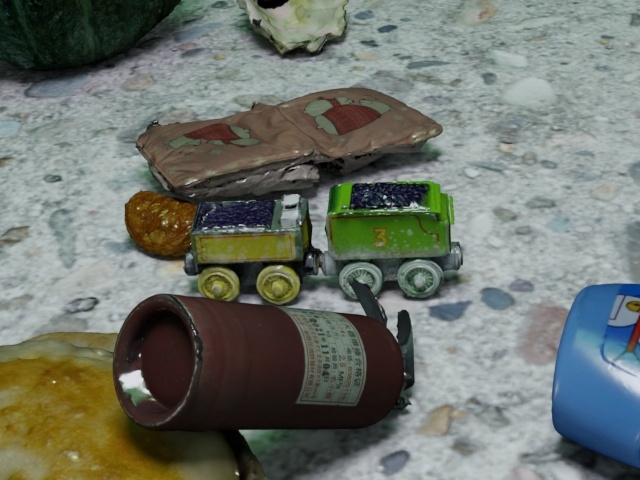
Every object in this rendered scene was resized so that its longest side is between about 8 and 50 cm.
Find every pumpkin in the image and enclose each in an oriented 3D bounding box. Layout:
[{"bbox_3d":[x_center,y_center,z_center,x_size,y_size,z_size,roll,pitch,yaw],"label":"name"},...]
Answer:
[{"bbox_3d":[-0.250,-0.299,1.249,0.197,0.263,0.293,30,58,31],"label":"pumpkin"}]

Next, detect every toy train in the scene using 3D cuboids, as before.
[{"bbox_3d":[0.000,0.000,0.860,0.202,0.081,0.060,-2,31,5],"label":"toy train"}]

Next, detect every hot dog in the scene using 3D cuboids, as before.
[{"bbox_3d":[-0.116,-0.013,0.943,0.083,0.035,0.058,16,36,30],"label":"hot dog"}]

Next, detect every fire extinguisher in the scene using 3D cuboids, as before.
[{"bbox_3d":[-0.013,0.062,0.699,0.231,0.071,0.099,7,57,-48],"label":"fire extinguisher"}]

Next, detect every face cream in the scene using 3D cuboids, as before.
[{"bbox_3d":[0.268,0.090,0.670,0.264,0.083,0.149,8,36,20],"label":"face cream"}]

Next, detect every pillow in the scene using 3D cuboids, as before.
[{"bbox_3d":[-0.030,-0.083,1.030,0.248,0.049,0.135,-13,31,-25],"label":"pillow"}]

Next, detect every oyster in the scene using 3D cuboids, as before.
[{"bbox_3d":[-0.042,-0.263,1.340,0.133,0.072,0.209,-12,50,-24],"label":"oyster"}]

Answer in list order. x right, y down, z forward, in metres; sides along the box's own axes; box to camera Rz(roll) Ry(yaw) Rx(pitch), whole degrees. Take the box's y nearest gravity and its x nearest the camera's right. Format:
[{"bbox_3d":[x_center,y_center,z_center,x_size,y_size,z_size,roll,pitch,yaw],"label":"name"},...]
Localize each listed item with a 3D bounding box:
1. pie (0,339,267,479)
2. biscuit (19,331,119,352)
[{"bbox_3d":[-0.175,0.165,0.608,0.339,0.077,0.339,-2,31,1],"label":"pie"},{"bbox_3d":[-0.144,0.084,0.798,0.147,0.018,0.071,1,28,12],"label":"biscuit"}]
